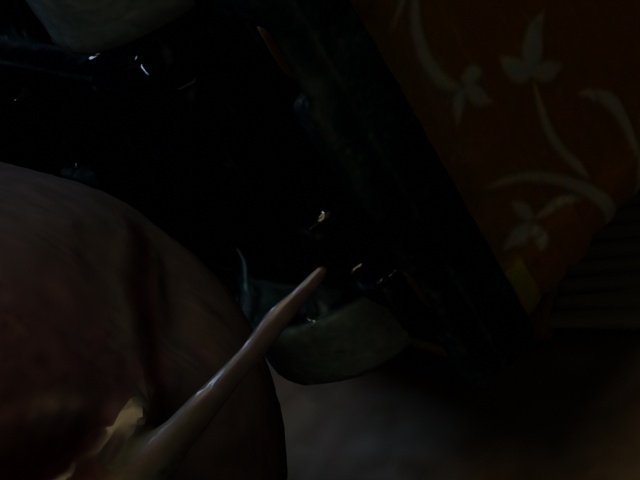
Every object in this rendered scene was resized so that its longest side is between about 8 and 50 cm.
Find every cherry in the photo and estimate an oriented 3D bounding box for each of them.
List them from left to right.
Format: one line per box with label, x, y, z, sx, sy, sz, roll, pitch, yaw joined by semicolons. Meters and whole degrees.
cherry;-0.118;0.075;0.531;0.213;0.183;0.266;-37;18;-31

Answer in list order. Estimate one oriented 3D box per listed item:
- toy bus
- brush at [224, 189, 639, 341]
toy bus;-0.033;-0.090;0.642;0.194;0.162;0.323;-45;33;-21
brush;0.000;0.000;0.679;0.314;0.017;0.090;-3;45;27
